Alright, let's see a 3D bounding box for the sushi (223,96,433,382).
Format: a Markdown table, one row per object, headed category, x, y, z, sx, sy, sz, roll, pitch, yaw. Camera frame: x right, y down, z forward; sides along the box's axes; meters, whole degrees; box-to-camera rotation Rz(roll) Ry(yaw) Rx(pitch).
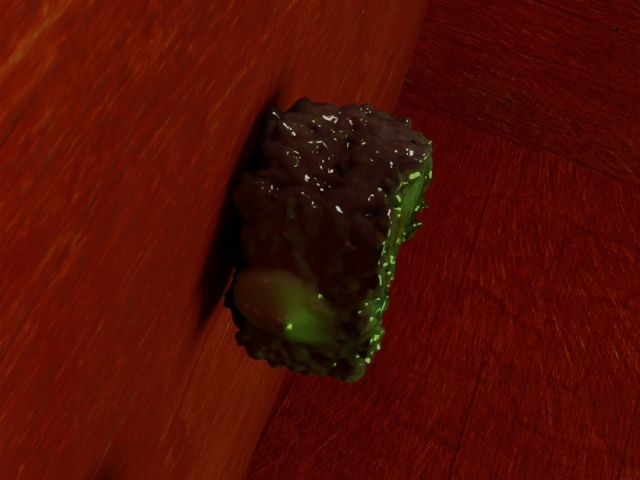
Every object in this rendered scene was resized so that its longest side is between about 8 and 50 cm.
| category | x | y | z | sx | sy | sz | roll | pitch | yaw |
| --- | --- | --- | --- | --- | --- | --- | --- | --- | --- |
| sushi | 0.000 | 0.000 | 0.926 | 0.270 | 0.171 | 0.236 | 102 | 9 | -50 |
